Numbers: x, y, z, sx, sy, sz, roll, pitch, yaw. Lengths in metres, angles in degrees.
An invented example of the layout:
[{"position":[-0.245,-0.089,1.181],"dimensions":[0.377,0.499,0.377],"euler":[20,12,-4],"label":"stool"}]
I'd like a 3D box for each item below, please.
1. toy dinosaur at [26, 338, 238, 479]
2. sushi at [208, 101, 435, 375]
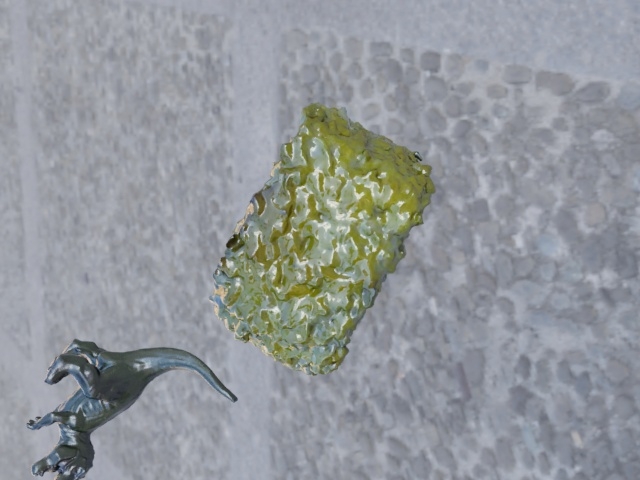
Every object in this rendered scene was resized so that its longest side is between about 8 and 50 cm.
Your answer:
[{"position":[-0.196,0.179,0.950],"dimensions":[0.187,0.179,0.087],"euler":[-63,6,9],"label":"toy dinosaur"},{"position":[0.000,0.000,1.431],"dimensions":[0.396,0.240,0.351],"euler":[-62,0,11],"label":"sushi"}]
